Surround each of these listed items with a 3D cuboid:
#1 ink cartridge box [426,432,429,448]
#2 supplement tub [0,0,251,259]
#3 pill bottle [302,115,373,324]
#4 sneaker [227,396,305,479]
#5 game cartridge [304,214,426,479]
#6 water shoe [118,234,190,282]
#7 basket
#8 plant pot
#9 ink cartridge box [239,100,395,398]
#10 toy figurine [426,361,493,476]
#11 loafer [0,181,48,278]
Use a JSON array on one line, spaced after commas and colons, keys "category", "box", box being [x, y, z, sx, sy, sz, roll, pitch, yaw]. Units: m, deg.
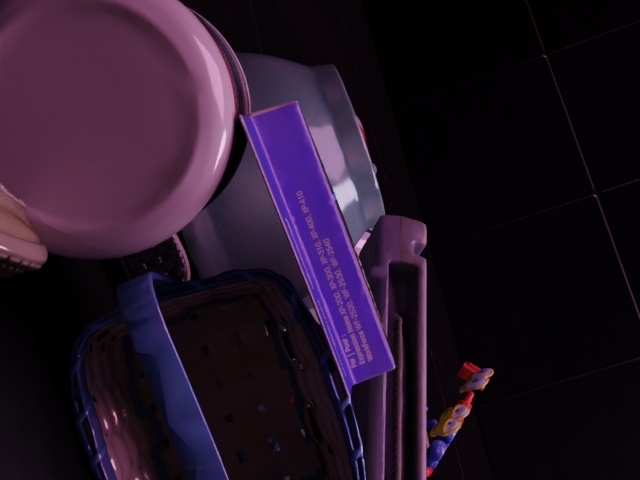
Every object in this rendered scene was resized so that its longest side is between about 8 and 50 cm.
[{"category": "ink cartridge box", "box": [0.080, 0.201, 1.796, 0.234, 0.088, 0.193, 56, 17, -50]}, {"category": "supplement tub", "box": [-0.150, -0.094, 0.879, 0.272, 0.191, 0.191, -93, 163, -83]}, {"category": "pill bottle", "box": [-0.010, -0.018, 1.492, 0.181, 0.181, 0.323, 56, 19, -52]}, {"category": "sneaker", "box": [-0.018, 0.204, 1.236, 0.262, 0.125, 0.104, -50, 120, -77]}, {"category": "game cartridge", "box": [0.035, 0.183, 1.054, 0.230, 0.068, 0.355, 123, -24, -53]}, {"category": "water shoe", "box": [-0.178, -0.038, 1.068, 0.080, 0.073, 0.203, 175, -102, -78]}, {"category": "basket", "box": [-0.077, 0.137, 0.875, 0.289, 0.201, 0.254, -68, 138, -86]}, {"category": "plant pot", "box": [-0.049, -0.071, 1.215, 0.293, 0.196, 0.293, 161, -90, -90]}, {"category": "ink cartridge box", "box": [0.000, 0.000, 0.871, 0.208, 0.045, 0.206, -83, 152, -86]}, {"category": "toy figurine", "box": [0.051, 0.251, 1.538, 0.362, 0.217, 0.191, -45, 164, -49]}, {"category": "loafer", "box": [-0.238, -0.030, 0.639, 0.268, 0.102, 0.092, 34, 45, -71]}]
